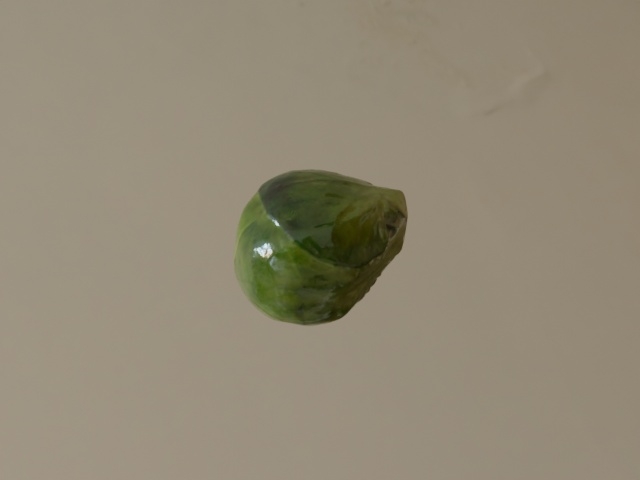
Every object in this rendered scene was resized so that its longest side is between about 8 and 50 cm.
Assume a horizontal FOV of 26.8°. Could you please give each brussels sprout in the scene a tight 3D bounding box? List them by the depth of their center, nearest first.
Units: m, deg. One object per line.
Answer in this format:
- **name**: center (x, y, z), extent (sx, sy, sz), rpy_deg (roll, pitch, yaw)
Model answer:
- **brussels sprout**: center (0.000, 0.000, 2.021), extent (0.271, 0.219, 0.210), rpy_deg (-16, -52, -14)
